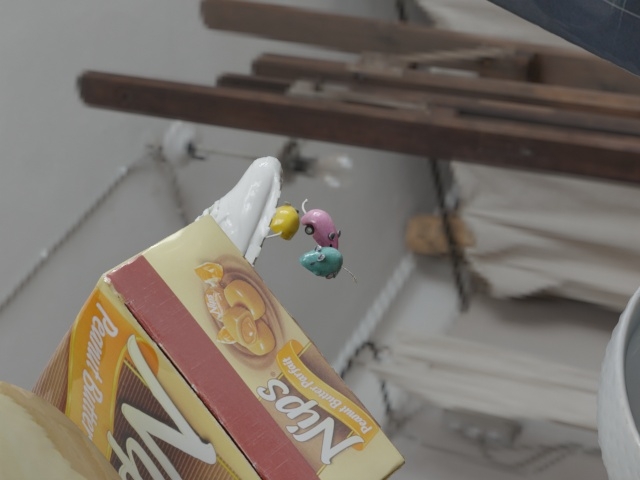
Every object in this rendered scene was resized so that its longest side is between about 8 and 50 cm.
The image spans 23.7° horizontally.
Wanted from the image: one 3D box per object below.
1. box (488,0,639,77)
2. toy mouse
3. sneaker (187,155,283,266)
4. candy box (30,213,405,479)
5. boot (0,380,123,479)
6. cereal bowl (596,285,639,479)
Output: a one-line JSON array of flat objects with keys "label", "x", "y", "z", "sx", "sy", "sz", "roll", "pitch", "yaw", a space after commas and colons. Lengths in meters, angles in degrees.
[{"label": "box", "x": 0.178, "y": -0.432, "z": 1.027, "sx": 0.297, "sy": 0.480, "sz": 0.472, "roll": -30, "pitch": -39, "yaw": -42}, {"label": "toy mouse", "x": 0.000, "y": 0.000, "z": 1.893, "sx": 0.031, "sy": 0.143, "sz": 0.161, "roll": -46, "pitch": 12, "yaw": 25}, {"label": "sneaker", "x": -0.112, "y": 0.013, "z": 1.561, "sx": 0.235, "sy": 0.095, "sz": 0.090, "roll": -63, "pitch": 1, "yaw": 14}, {"label": "candy box", "x": -0.096, "y": 0.141, "z": 0.951, "sx": 0.087, "sy": 0.183, "sz": 0.316, "roll": -34, "pitch": -9, "yaw": -37}, {"label": "boot", "x": -0.231, "y": 0.150, "z": 0.794, "sx": 0.211, "sy": 0.295, "sz": 0.104, "roll": -49, "pitch": 2, "yaw": 37}, {"label": "cereal bowl", "x": 0.362, "y": 0.161, "z": 1.151, "sx": 0.339, "sy": 0.339, "sz": 0.141, "roll": -53, "pitch": -15, "yaw": -40}]
